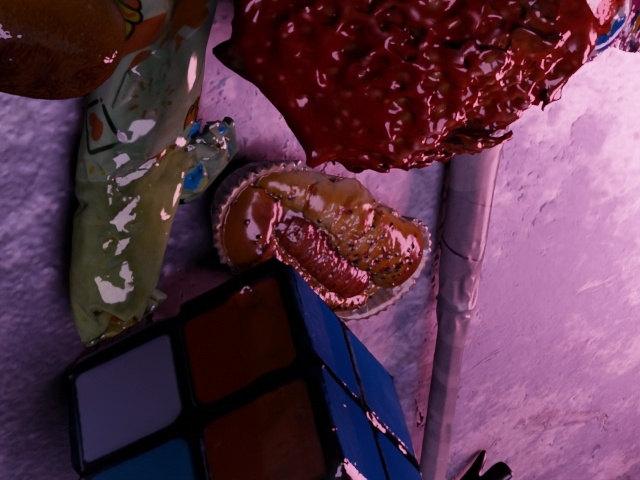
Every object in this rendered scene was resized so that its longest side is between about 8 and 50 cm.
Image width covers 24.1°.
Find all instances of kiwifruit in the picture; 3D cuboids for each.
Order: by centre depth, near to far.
[{"bbox_3d":[-0.161,-0.115,0.799,0.124,0.075,0.075,9,115,-35],"label":"kiwifruit"}]

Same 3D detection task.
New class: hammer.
[{"bbox_3d":[0.094,0.073,1.144,0.152,0.044,0.427,-17,129,-27],"label":"hammer"}]

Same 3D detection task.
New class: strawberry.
[{"bbox_3d":[0.056,-0.125,0.858,0.184,0.201,0.187,-62,141,-40],"label":"strawberry"}]

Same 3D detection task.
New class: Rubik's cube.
[{"bbox_3d":[-0.044,0.150,0.971,0.180,0.183,0.167,-29,135,11],"label":"Rubik's cube"}]

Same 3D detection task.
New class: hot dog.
[{"bbox_3d":[0.000,0.000,1.013,0.192,0.053,0.099,27,100,-45],"label":"hot dog"}]

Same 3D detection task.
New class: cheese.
[{"bbox_3d":[0.198,-0.159,1.051,0.145,0.038,0.095,6,118,-37],"label":"cheese"}]

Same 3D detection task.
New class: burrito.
[{"bbox_3d":[-0.094,-0.062,0.904,0.104,0.054,0.288,-5,122,-36],"label":"burrito"}]
